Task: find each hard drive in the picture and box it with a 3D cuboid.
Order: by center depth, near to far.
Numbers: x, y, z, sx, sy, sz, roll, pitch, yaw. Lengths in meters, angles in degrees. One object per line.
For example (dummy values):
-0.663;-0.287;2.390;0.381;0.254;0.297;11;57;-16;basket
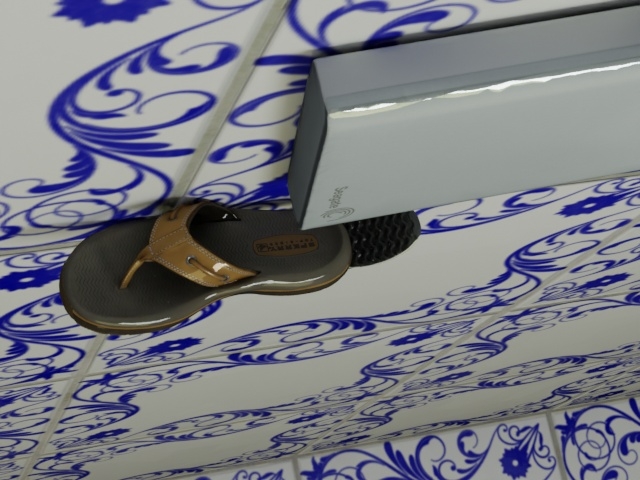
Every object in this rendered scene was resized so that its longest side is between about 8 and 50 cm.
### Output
0.161;-0.086;0.989;0.353;0.047;0.233;-10;165;-8;hard drive

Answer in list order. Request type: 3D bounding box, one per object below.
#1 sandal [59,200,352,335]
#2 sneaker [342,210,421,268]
-0.078;0.009;1.086;0.219;0.090;0.060;-6;148;-16;sandal
0.000;0.000;1.194;0.161;0.057;0.075;-16;-178;8;sneaker
